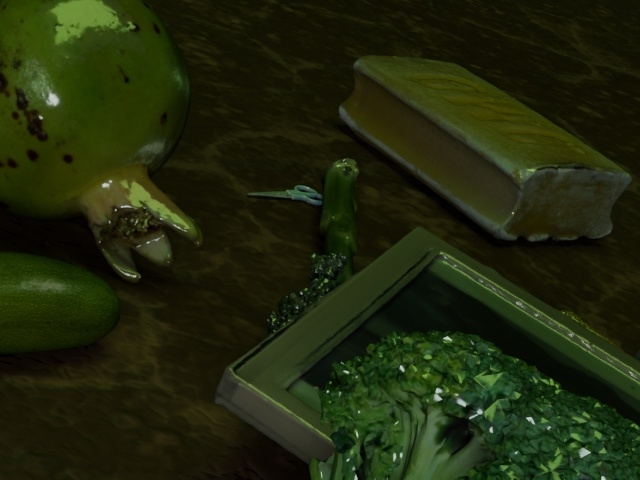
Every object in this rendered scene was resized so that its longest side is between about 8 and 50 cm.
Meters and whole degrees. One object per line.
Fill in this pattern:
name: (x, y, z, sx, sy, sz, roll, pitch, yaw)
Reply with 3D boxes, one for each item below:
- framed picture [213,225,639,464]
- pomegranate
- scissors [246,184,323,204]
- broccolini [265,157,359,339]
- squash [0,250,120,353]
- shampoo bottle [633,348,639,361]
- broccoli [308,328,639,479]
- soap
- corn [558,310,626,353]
framed picture: (0.187, 0.154, 0.975, 0.446, 0.028, 0.326, 33, 27, 11)
pomegranate: (-0.171, -0.095, 1.145, 0.246, 0.198, 0.198, 29, 24, 14)
scissors: (-0.033, -0.042, 1.377, 0.083, 0.006, 0.036, 1, 27, -38)
broccolini: (0.006, 0.000, 1.217, 0.078, 0.074, 0.392, 23, 23, -10)
squash: (-0.230, 0.043, 0.934, 0.258, 0.069, 0.069, -4, 32, -46)
shampoo bottle: (0.342, 0.135, 1.214, 0.195, 0.056, 0.056, 18, 22, -7)
broccoli: (0.069, 0.173, 0.700, 0.269, 0.241, 0.261, 54, -4, 11)
soap: (0.164, -0.097, 1.564, 0.173, 0.089, 0.274, -1, 29, -40)
corn: (0.220, 0.085, 1.265, 0.083, 0.027, 0.028, 36, 35, 30)
